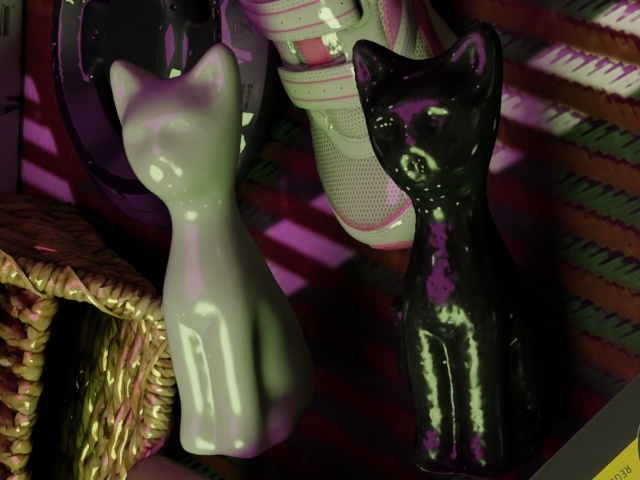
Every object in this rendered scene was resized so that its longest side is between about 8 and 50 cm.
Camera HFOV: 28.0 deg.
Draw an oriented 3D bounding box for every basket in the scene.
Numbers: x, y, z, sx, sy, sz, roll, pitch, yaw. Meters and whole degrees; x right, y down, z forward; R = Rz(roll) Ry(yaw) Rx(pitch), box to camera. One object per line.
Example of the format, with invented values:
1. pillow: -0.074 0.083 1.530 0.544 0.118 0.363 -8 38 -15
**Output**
1. basket: -0.234 0.132 0.792 0.223 0.213 0.299 36 117 57

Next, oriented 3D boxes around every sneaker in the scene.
1. sneaker: 0.007 -0.117 0.671 0.103 0.111 0.252 -11 89 40

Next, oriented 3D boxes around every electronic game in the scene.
1. electronic game: -0.102 -0.123 0.806 0.229 0.048 0.229 5 97 48

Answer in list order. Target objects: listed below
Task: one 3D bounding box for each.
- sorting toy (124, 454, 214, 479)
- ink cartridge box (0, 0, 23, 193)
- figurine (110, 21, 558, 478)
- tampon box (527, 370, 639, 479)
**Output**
1. sorting toy: -0.030 0.238 0.602 0.307 0.041 0.229 2 100 63
2. ink cartridge box: -0.295 -0.118 0.901 0.086 0.153 0.209 9 98 40
3. figurine: 0.000 0.000 0.633 0.214 0.092 0.210 0 115 22
4. tampon box: 0.177 0.095 0.514 0.101 0.161 0.120 52 122 25
